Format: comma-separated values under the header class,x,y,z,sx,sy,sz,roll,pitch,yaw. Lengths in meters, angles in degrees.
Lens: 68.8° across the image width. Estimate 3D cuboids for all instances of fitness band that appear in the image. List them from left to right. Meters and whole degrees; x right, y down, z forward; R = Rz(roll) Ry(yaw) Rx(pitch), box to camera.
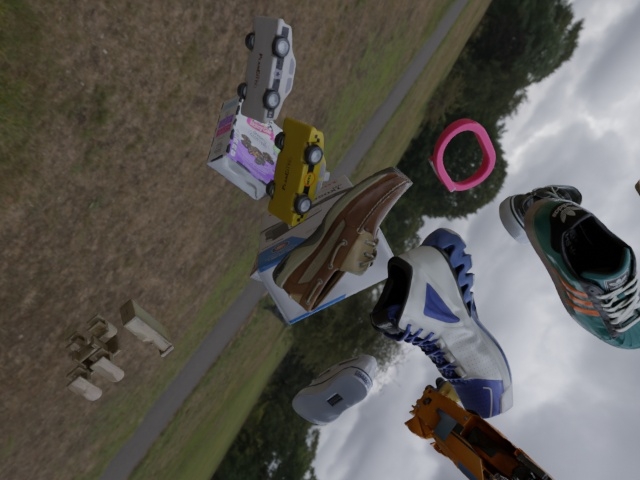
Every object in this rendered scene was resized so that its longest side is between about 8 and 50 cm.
class,x,y,z,sx,sy,sz,roll,pitch,yaw
fitness band,0.491,-0.285,1.609,0.209,0.291,0.054,-38,-137,9

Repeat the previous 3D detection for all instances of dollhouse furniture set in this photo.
class,x,y,z,sx,sy,sz,roll,pitch,yaw
dollhouse furniture set,-0.576,0.314,1.336,0.242,0.161,0.212,-40,-143,-6

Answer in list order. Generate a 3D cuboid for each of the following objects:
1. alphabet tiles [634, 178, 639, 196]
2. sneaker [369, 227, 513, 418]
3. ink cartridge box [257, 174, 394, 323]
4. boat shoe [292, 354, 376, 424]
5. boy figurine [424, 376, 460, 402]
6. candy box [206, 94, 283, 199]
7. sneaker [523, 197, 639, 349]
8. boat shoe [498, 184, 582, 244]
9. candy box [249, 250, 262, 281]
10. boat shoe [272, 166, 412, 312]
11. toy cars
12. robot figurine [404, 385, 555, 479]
class,x,y,z,sx,sy,sz,roll,pitch,yaw
alphabet tiles,0.796,-0.080,0.957,0.021,0.284,0.278,100,-19,-58
sneaker,0.181,0.150,0.786,0.182,0.315,0.127,-16,176,-23
ink cartridge box,0.000,0.000,1.204,0.286,0.166,0.395,-27,-160,4
boat shoe,0.034,0.318,0.998,0.258,0.095,0.084,-39,-175,43
boy figurine,0.489,0.534,1.662,0.177,0.092,0.285,-28,175,-23
candy box,-0.173,-0.226,1.129,0.070,0.165,0.196,-16,-126,33
sneaker,0.439,0.067,0.733,0.108,0.302,0.121,-39,-171,5
boat shoe,0.540,-0.086,1.131,0.335,0.121,0.119,-22,168,-47
candy box,-0.179,0.061,1.592,0.187,0.053,0.109,-38,-147,57
boat shoe,0.052,0.009,0.856,0.324,0.120,0.123,-46,164,26
toy cars,-0.061,-0.226,0.886,0.087,0.393,0.176,-9,169,-44
robot figurine,0.251,0.316,0.595,0.085,0.291,0.211,-49,130,-6
